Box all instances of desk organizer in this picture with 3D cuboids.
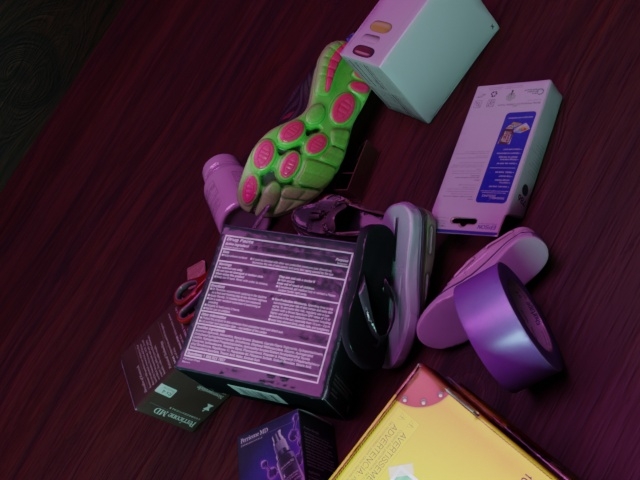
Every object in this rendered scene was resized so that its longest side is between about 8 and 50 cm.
[{"bbox_3d":[0.079,-0.153,1.660,0.047,0.050,0.130,5,66,44],"label":"desk organizer"}]

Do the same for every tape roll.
[{"bbox_3d":[0.289,0.133,1.170,0.080,0.189,0.189,-32,45,22],"label":"tape roll"}]

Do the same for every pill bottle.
[{"bbox_3d":[-0.210,-0.107,1.831,0.131,0.131,0.229,-42,43,12],"label":"pill bottle"}]

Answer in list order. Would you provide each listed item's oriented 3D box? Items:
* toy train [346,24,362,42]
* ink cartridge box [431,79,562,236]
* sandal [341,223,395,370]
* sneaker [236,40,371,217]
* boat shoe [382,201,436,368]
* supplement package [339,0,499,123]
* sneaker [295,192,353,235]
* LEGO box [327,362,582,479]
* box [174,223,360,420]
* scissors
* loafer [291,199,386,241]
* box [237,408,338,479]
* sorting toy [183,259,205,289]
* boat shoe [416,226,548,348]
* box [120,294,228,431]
[{"bbox_3d":[0.150,-0.497,1.813,0.184,0.080,0.105,-38,38,16],"label":"toy train"},{"bbox_3d":[0.325,-0.144,1.421,0.165,0.065,0.332,7,67,45],"label":"ink cartridge box"},{"bbox_3d":[0.090,0.098,1.300,0.054,0.097,0.254,2,88,50],"label":"sandal"},{"bbox_3d":[-0.027,-0.232,1.723,0.482,0.185,0.202,-57,5,-24],"label":"sneaker"},{"bbox_3d":[0.159,0.083,1.371,0.109,0.094,0.302,12,96,50],"label":"boat shoe"},{"bbox_3d":[0.212,-0.423,1.608,0.262,0.204,0.145,-54,42,-2],"label":"supplement package"},{"bbox_3d":[0.000,0.000,1.600,0.093,0.088,0.225,10,71,44],"label":"sneaker"},{"bbox_3d":[0.146,0.477,0.995,0.372,0.193,0.500,38,91,32],"label":"LEGO box"},{"bbox_3d":[-0.067,0.151,1.426,0.296,0.182,0.294,9,68,20],"label":"box"},{"bbox_3d":[-0.191,0.051,1.561,0.297,0.021,0.109,-42,39,2],"label":"scissors"},{"bbox_3d":[0.060,-0.041,1.513,0.268,0.084,0.096,9,71,22],"label":"loafer"},{"bbox_3d":[-0.056,0.428,1.343,0.153,0.108,0.207,-31,46,24],"label":"box"},{"bbox_3d":[-0.315,0.092,1.880,0.083,0.012,0.062,-28,52,21],"label":"sorting toy"},{"bbox_3d":[0.270,0.077,1.305,0.267,0.096,0.088,-48,13,15],"label":"boat shoe"},{"bbox_3d":[-0.285,0.262,1.618,0.203,0.168,0.167,-45,43,9],"label":"box"}]
